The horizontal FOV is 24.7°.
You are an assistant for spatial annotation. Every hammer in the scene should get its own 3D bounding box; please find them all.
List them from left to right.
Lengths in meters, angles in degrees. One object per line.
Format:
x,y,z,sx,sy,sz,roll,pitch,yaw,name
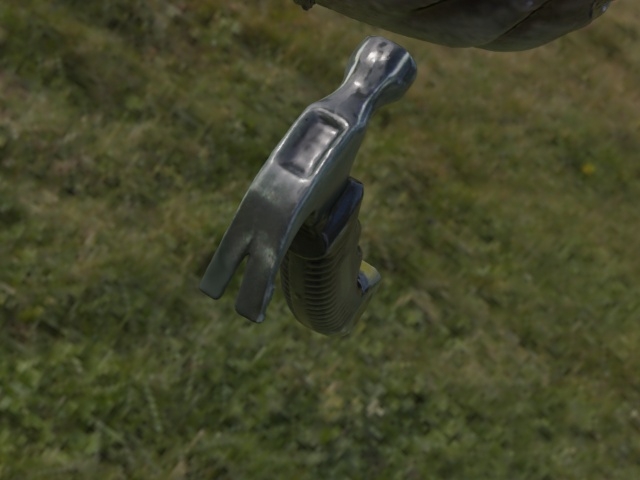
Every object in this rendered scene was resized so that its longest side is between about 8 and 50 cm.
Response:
0.000,0.000,0.829,0.041,0.158,0.226,31,-18,15,hammer

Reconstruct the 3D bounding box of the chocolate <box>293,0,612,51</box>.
0.138,-0.244,1.014,0.213,0.303,0.303,30,26,14,chocolate
